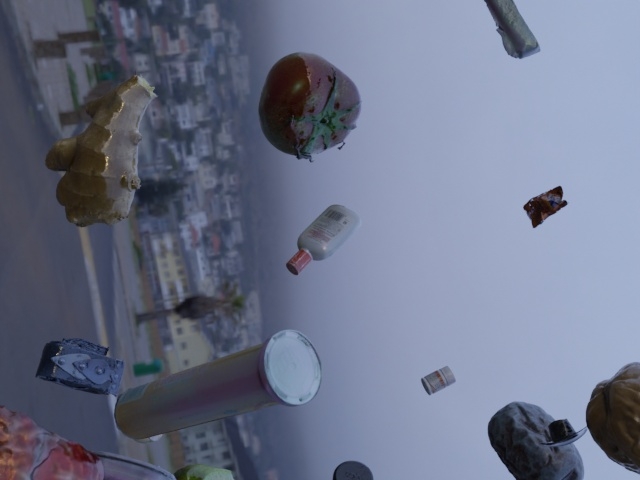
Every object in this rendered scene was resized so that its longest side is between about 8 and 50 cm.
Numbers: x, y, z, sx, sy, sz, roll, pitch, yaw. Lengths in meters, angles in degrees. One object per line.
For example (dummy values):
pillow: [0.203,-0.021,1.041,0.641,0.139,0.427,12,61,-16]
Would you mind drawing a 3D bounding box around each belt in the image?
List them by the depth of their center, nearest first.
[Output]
belt: [-0.620,0.317,2.066,0.122,0.218,0.128,-4,-112,38]

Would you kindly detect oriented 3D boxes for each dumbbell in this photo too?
dumbbell: [0.074,0.639,1.989,0.100,0.100,0.191,-114,-159,-47]

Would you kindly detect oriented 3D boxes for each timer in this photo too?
timer: [-0.408,0.512,1.724,0.190,0.209,0.069,95,8,-62]

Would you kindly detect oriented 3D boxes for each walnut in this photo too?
walnut: [0.684,0.378,1.656,0.224,0.257,0.257,-49,-131,47]

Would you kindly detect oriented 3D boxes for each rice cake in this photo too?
rice cake: [0.395,-0.525,1.809,0.290,0.081,0.051,63,-1,19]

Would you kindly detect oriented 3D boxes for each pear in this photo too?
pear: [-0.351,0.787,2.319,0.281,0.176,0.286,62,29,-21]

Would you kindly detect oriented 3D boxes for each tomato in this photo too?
tomato: [-0.039,-0.397,2.332,0.239,0.303,0.303,51,-29,41]

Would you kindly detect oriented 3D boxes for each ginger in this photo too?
ginger: [-0.514,-0.212,1.905,0.166,0.236,0.375,45,47,-47]

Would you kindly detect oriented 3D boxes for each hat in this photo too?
hat: [0.533,0.420,1.769,0.121,0.121,0.050,104,-30,-62]

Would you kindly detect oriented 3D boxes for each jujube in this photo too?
jujube: [0.619,0.610,2.314,0.317,0.226,0.226,-127,-151,-51]

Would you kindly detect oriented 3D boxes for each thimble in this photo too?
thimble: [-0.512,0.387,1.180,0.350,0.350,0.230,103,-1,-61]

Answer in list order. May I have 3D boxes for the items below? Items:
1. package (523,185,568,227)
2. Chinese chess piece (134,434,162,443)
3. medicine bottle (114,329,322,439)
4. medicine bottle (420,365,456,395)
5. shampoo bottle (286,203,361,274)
package: [0.552,-0.084,1.969,0.033,0.111,0.077,12,51,-55]
Chinese chess piece: [-0.422,0.430,1.949,0.122,0.051,0.122,-4,90,-76]
medicine bottle: [-0.177,0.238,1.265,0.426,0.108,0.108,-24,-106,43]
medicine bottle: [0.343,0.408,2.342,0.057,0.089,0.057,156,-90,-82]
shampoo bottle: [0.000,0.000,2.000,0.108,0.221,0.051,28,-30,31]
